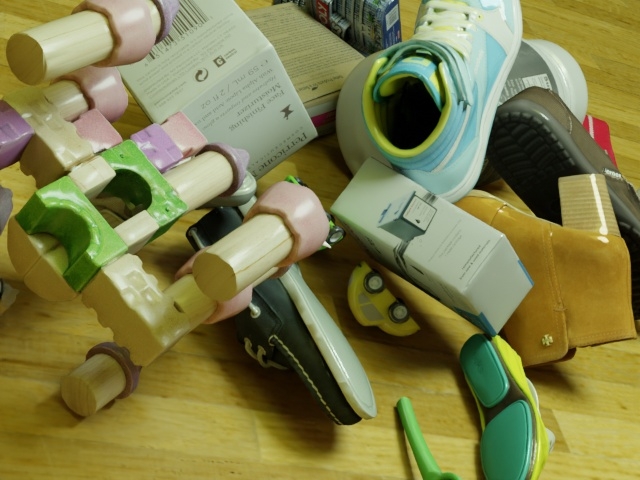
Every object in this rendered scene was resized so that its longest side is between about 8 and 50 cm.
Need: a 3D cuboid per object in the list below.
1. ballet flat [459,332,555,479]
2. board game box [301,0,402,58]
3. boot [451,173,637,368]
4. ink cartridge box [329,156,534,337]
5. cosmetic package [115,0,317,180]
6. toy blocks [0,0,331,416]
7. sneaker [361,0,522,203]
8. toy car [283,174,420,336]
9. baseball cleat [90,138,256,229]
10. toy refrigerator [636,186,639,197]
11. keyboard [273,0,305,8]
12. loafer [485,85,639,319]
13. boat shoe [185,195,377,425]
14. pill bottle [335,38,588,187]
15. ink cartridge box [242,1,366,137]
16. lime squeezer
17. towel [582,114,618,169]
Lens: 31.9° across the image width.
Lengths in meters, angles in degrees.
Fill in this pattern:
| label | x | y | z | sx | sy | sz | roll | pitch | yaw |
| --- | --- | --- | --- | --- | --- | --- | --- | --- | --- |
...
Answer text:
| label | x | y | z | sx | sy | sz | roll | pitch | yaw |
| --- | --- | --- | --- | --- | --- | --- | --- | --- | --- |
| ballet flat | 0.205 | 0.187 | 1.170 | 0.077 | 0.077 | 0.231 | 32 | 27 | -26 |
| board game box | 0.026 | -0.315 | 1.626 | 0.194 | 0.194 | 0.060 | 32 | 67 | 24 |
| boot | 0.213 | 0.046 | 1.314 | 0.104 | 0.295 | 0.211 | 19 | 65 | -64 |
| ink cartridge box | 0.122 | 0.007 | 1.216 | 0.190 | 0.082 | 0.139 | 32 | -8 | 33 |
| cosmetic package | -0.123 | -0.167 | 1.259 | 0.151 | 0.151 | 0.184 | 52 | -3 | 32 |
| toy blocks | -0.158 | -0.042 | 1.008 | 0.288 | 0.309 | 0.260 | 49 | 39 | 2 |
| sneaker | 0.136 | -0.212 | 1.232 | 0.127 | 0.319 | 0.208 | 6 | -10 | 21 |
| toy car | 0.000 | 0.000 | 1.203 | 0.239 | 0.053 | 0.225 | 51 | 2 | 30 |
| baseball cleat | -0.158 | -0.046 | 1.165 | 0.205 | 0.109 | 0.072 | 15 | 33 | 23 |
| toy refrigerator | 0.557 | 0.023 | 1.606 | 0.269 | 0.102 | 0.094 | 39 | 35 | 15 |
| keyboard | -0.022 | -0.364 | 1.781 | 0.108 | 0.023 | 0.180 | 21 | 35 | -11 |
| loafer | 0.345 | -0.054 | 1.407 | 0.366 | 0.133 | 0.130 | 53 | 42 | -23 |
| boat shoe | -0.044 | 0.076 | 1.124 | 0.114 | 0.091 | 0.302 | 51 | 6 | -50 |
| pill bottle | 0.205 | -0.175 | 1.528 | 0.204 | 0.204 | 0.361 | 44 | 36 | 23 |
| ink cartridge box | -0.052 | -0.226 | 1.516 | 0.193 | 0.088 | 0.234 | 41 | 35 | 17 |
| lime squeezer | 0.148 | 0.260 | 1.042 | 0.110 | 0.059 | 0.310 | -12 | 49 | -44 |
| towel | 0.353 | -0.197 | 1.818 | 0.274 | 0.031 | 0.199 | 23 | 33 | -7 |
